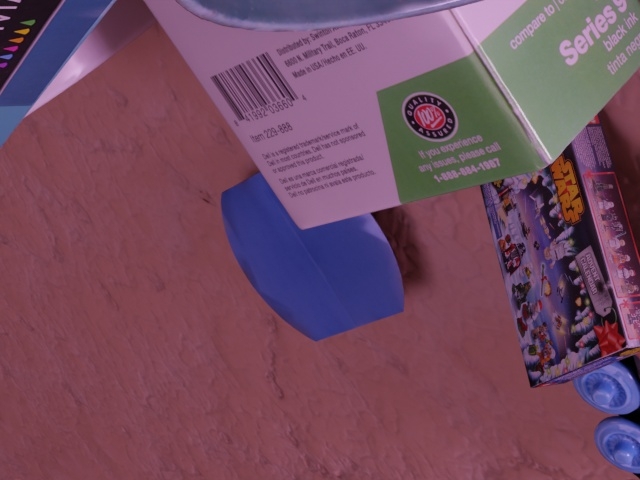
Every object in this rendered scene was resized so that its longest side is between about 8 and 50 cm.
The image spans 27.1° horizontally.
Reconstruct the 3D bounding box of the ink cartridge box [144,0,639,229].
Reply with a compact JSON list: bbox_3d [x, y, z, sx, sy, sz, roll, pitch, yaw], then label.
[{"bbox_3d":[0.002,-0.165,0.671,0.211,0.121,0.289,-12,117,55],"label":"ink cartridge box"}]

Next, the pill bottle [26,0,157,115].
[{"bbox_3d":[-0.274,-0.244,0.835,0.204,0.204,0.361,-12,116,55],"label":"pill bottle"}]

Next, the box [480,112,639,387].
[{"bbox_3d":[0.133,0.004,0.732,0.094,0.027,0.137,-39,60,58],"label":"box"}]

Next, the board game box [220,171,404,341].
[{"bbox_3d":[0.000,0.000,0.955,0.168,0.033,0.133,-25,101,53],"label":"board game box"}]

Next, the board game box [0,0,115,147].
[{"bbox_3d":[-0.134,-0.179,0.433,0.336,0.079,0.254,-27,71,61],"label":"board game box"}]

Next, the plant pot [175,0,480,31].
[{"bbox_3d":[0.060,-0.215,0.428,0.293,0.293,0.196,-27,80,58],"label":"plant pot"}]

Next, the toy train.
[{"bbox_3d":[0.218,0.107,0.773,0.105,0.080,0.184,3,127,38],"label":"toy train"}]
